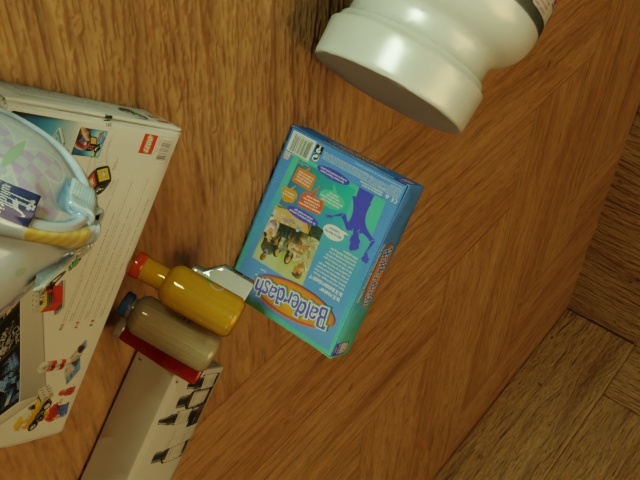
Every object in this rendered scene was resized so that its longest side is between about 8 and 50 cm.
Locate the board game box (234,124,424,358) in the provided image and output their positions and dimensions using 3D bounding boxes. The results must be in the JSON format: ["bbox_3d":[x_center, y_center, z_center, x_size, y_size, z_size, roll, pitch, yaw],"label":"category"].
[{"bbox_3d":[0.000,0.000,0.955,0.047,0.160,0.210,-2,120,-61],"label":"board game box"}]

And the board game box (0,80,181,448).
[{"bbox_3d":[-0.238,0.032,0.677,0.193,0.053,0.305,1,116,-63],"label":"board game box"}]

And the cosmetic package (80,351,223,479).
[{"bbox_3d":[-0.200,0.235,0.955,0.099,0.060,0.239,5,112,-62],"label":"cosmetic package"}]

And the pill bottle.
[{"bbox_3d":[0.157,-0.305,0.858,0.363,0.210,0.210,-61,155,1],"label":"pill bottle"}]

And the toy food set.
[{"bbox_3d":[-0.140,0.066,0.852,0.111,0.104,0.232,-59,-175,2],"label":"toy food set"}]

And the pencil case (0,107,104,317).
[{"bbox_3d":[-0.249,0.041,0.512,0.124,0.113,0.273,27,115,-41],"label":"pencil case"}]
